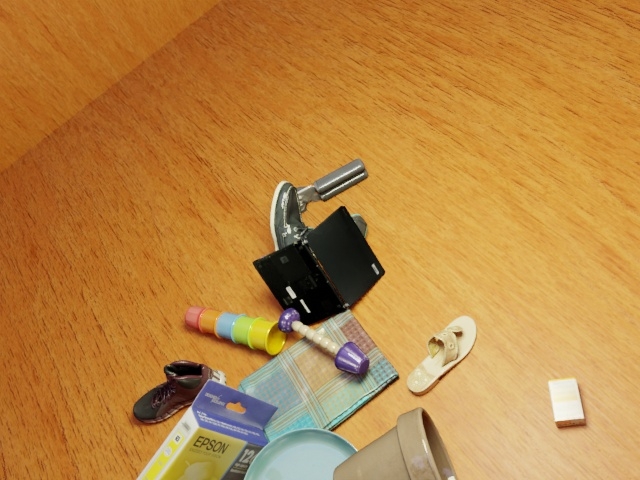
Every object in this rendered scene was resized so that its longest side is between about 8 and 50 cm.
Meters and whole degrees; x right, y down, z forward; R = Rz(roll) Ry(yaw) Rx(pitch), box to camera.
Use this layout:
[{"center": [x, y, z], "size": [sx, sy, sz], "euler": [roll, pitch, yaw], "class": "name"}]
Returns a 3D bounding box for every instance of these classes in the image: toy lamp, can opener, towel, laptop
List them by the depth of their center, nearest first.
[{"center": [0.010, 0.261, 1.766], "size": [0.274, 0.080, 0.080], "euler": [28, 71, 38], "class": "toy lamp"}, {"center": [-0.015, 0.363, 1.771], "size": [0.370, 0.040, 0.271], "euler": [-36, 50, -3], "class": "towel"}, {"center": [-0.002, 0.075, 1.866], "size": [0.264, 0.234, 0.137], "euler": [-25, 18, 25], "class": "laptop"}, {"center": [0.003, -0.175, 2.126], "size": [0.283, 0.076, 0.095], "euler": [-28, 50, 2], "class": "can opener"}]

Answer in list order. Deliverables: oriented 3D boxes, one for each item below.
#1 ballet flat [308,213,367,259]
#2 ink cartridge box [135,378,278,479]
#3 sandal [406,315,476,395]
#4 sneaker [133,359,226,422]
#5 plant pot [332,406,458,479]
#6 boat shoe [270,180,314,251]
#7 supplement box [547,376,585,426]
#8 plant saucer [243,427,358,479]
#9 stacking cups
[{"center": [0.000, 0.000, 1.993], "size": [0.280, 0.095, 0.096], "euler": [-16, 60, 14], "class": "ballet flat"}, {"center": [-0.246, 0.492, 1.580], "size": [0.072, 0.303, 0.307], "euler": [37, 88, 37], "class": "ink cartridge box"}, {"center": [0.292, 0.265, 1.670], "size": [0.088, 0.079, 0.240], "euler": [32, 74, 38], "class": "sandal"}, {"center": [-0.408, 0.388, 1.854], "size": [0.281, 0.162, 0.106], "euler": [-24, 50, 7], "class": "sneaker"}, {"center": [0.157, 0.510, 1.439], "size": [0.229, 0.263, 0.263], "euler": [-24, 50, 9], "class": "plant pot"}, {"center": [-0.065, 0.008, 1.903], "size": [0.113, 0.127, 0.340], "euler": [6, 98, 27], "class": "boat shoe"}, {"center": [0.540, 0.354, 1.518], "size": [0.062, 0.036, 0.099], "euler": [-11, 53, 18], "class": "supplement box"}, {"center": [-0.030, 0.595, 1.585], "size": [0.317, 0.044, 0.318], "euler": [-7, 59, 12], "class": "plant saucer"}, {"center": [-0.251, 0.246, 1.932], "size": [0.316, 0.096, 0.096], "euler": [7, 60, 30], "class": "stacking cups"}]
